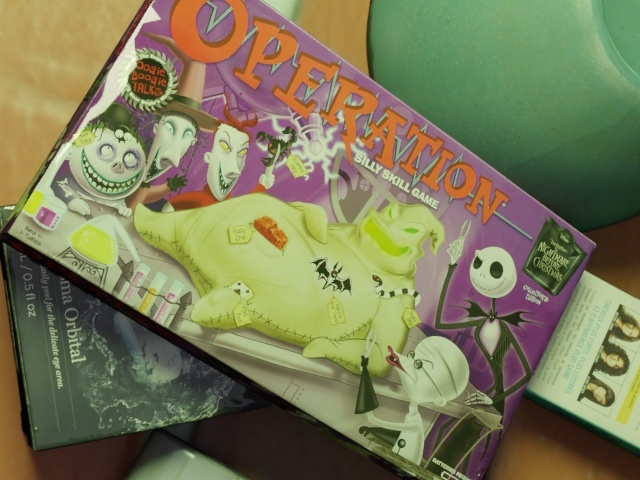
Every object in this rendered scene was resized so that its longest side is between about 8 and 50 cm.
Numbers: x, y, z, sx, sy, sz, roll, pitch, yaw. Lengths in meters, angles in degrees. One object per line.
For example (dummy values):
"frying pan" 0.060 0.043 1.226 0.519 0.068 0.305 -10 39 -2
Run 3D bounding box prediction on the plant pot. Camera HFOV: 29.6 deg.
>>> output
"plant pot" 0.200 -0.148 0.841 0.290 0.195 0.290 0 90 -16

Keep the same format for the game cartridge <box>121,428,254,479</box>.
"game cartridge" -0.038 0.287 0.846 0.297 0.062 0.198 32 77 -14

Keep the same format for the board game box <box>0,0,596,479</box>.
"board game box" 0.000 0.000 0.774 0.347 0.056 0.208 33 72 -19

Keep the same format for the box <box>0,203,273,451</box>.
"box" -0.126 0.043 0.801 0.158 0.093 0.156 -9 92 -17

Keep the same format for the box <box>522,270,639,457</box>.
"box" 0.212 0.091 0.913 0.244 0.060 0.100 28 82 -14
